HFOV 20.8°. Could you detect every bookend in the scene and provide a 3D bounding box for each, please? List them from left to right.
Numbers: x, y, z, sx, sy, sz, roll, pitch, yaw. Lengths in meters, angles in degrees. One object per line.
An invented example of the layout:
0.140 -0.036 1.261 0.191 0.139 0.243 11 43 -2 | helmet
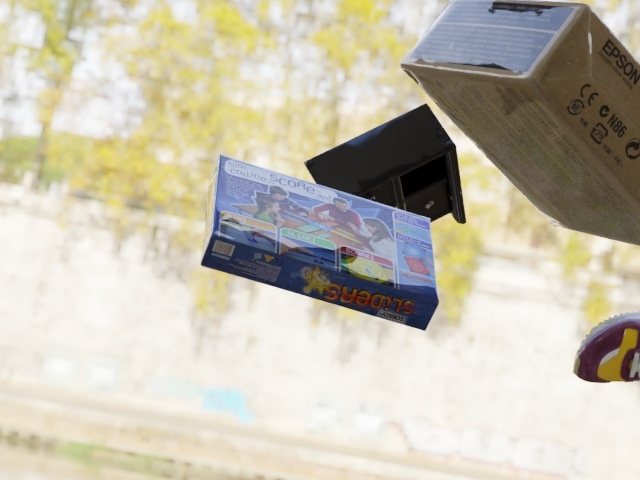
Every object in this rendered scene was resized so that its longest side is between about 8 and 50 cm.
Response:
0.076 -0.054 1.973 0.157 0.072 0.156 -25 -33 -8 | bookend

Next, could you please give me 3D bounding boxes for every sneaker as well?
0.344 0.117 1.763 0.185 0.069 0.084 -13 38 -28 | sneaker

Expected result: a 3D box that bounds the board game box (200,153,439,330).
0.000 0.000 1.496 0.201 0.035 0.136 17 31 -10 | board game box

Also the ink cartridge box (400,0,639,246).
0.208 -0.097 1.451 0.234 0.088 0.193 42 -12 -29 | ink cartridge box
